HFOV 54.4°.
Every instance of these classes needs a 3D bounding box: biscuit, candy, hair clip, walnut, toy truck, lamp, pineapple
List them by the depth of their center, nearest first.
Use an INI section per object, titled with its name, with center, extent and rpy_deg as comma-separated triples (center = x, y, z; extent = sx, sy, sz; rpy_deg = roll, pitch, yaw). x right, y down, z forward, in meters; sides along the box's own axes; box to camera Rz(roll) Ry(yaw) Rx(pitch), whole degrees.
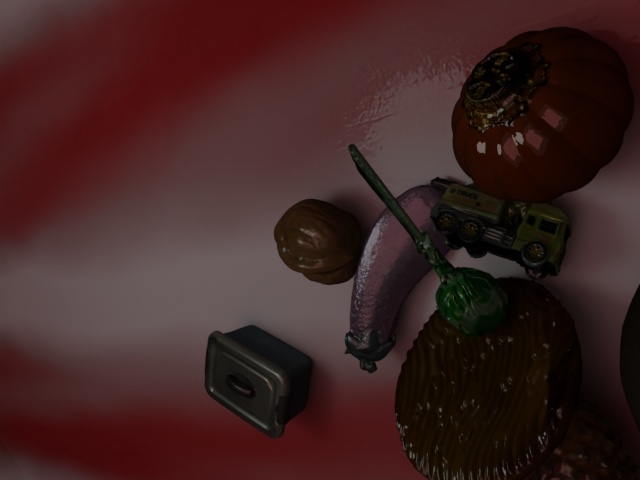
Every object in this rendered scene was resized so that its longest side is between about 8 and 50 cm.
[lamp]
center = 0.265, -0.153, 0.768
extent = 0.223, 0.196, 0.223
rpy_deg = -32, 45, 39
[pineapple]
center = 0.384, 0.378, 0.837
extent = 0.175, 0.175, 0.361
rpy_deg = -41, 81, 40
[candy]
center = 0.137, 0.000, 0.850
extent = 0.323, 0.097, 0.097
rpy_deg = 50, 131, -6
[toy truck]
center = 0.257, -0.029, 0.880
extent = 0.191, 0.085, 0.116
rpy_deg = 22, 82, 29
[biscuit]
center = 0.222, 0.194, 0.882
extent = 0.040, 0.318, 0.318
rpy_deg = 31, 137, -26
[hair clip]
center = 0.123, 0.054, 1.030
extent = 0.110, 0.096, 0.358
rpy_deg = 46, 127, 41
[walnut]
center = 0.000, 0.000, 1.077
extent = 0.166, 0.149, 0.166
rpy_deg = 38, 156, 21

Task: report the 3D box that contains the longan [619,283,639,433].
[longan]
center = 0.481, 0.126, 0.591
extent = 0.361, 0.361, 0.361
rpy_deg = 13, 112, 36

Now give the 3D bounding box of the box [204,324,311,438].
[box]
center = -0.131, 0.280, 1.278
extent = 0.227, 0.130, 0.162
rpy_deg = 23, 116, 32
